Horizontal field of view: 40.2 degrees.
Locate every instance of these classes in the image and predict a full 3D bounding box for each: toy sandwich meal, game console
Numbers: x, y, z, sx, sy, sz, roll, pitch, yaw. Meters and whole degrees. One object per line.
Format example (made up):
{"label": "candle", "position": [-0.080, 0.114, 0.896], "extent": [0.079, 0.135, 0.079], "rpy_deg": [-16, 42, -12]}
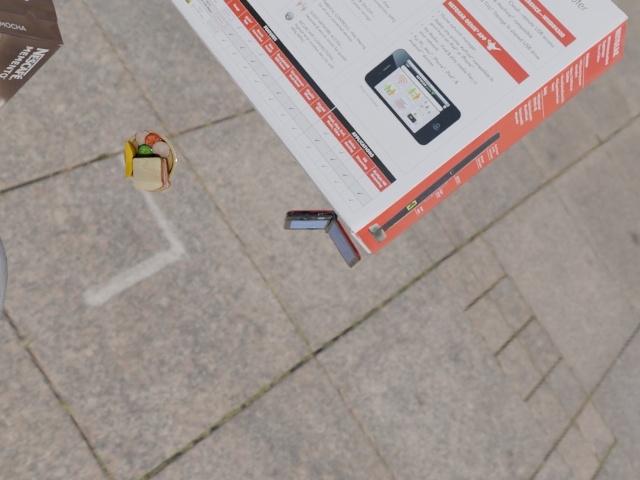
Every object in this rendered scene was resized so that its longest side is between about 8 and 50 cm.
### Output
{"label": "toy sandwich meal", "position": [-0.233, -0.106, 1.180], "extent": [0.085, 0.086, 0.029], "rpy_deg": [54, 20, -3]}
{"label": "game console", "position": [0.000, 0.000, 1.501], "extent": [0.124, 0.144, 0.085], "rpy_deg": [0, 81, -5]}

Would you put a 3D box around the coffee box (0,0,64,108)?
{"label": "coffee box", "position": [-0.551, -0.282, 1.335], "extent": [0.168, 0.297, 0.118], "rpy_deg": [1, 65, -51]}

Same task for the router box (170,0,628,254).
{"label": "router box", "position": [0.062, -0.208, 0.840], "extent": [0.335, 0.301, 0.082], "rpy_deg": [54, 3, 21]}

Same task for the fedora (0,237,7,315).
{"label": "fedora", "position": [-0.582, 0.036, 1.241], "extent": [0.244, 0.124, 0.275], "rpy_deg": [-18, 115, -29]}
